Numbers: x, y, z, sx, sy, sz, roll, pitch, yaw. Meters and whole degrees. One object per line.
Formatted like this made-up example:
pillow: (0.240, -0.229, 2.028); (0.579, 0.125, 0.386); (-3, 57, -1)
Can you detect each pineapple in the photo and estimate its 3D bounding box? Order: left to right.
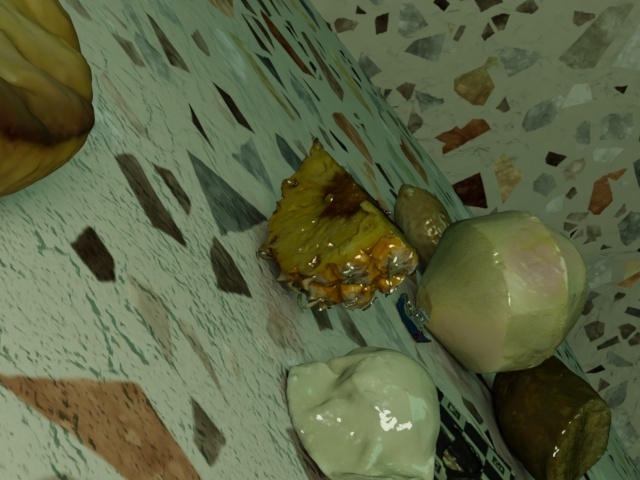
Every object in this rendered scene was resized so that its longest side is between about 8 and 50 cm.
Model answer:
pineapple: (0.001, 0.001, 0.888); (0.079, 0.135, 0.233); (38, 12, -27)

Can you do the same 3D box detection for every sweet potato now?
sweet potato: (0.345, 0.260, 1.420); (0.158, 0.157, 0.370); (52, 4, -15)

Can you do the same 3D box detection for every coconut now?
coconut: (0.266, 0.080, 1.386); (0.259, 0.259, 0.259); (51, 15, -19)

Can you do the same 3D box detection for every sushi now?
sushi: (0.138, 0.245, 0.972); (0.193, 0.040, 0.210); (48, 17, -5)

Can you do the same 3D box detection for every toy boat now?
toy boat: (0.135, 0.109, 1.269); (0.038, 0.038, 0.083); (34, 25, -57)

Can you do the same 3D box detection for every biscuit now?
biscuit: (-0.221, -0.112, 0.458); (0.213, 0.091, 0.274); (57, 12, 15)

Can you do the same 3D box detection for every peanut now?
peanut: (0.211, 0.011, 1.615); (0.263, 0.101, 0.117); (57, -11, 13)

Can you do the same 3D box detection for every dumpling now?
dumpling: (0.031, 0.142, 0.770); (0.134, 0.100, 0.169); (17, 50, -10)
